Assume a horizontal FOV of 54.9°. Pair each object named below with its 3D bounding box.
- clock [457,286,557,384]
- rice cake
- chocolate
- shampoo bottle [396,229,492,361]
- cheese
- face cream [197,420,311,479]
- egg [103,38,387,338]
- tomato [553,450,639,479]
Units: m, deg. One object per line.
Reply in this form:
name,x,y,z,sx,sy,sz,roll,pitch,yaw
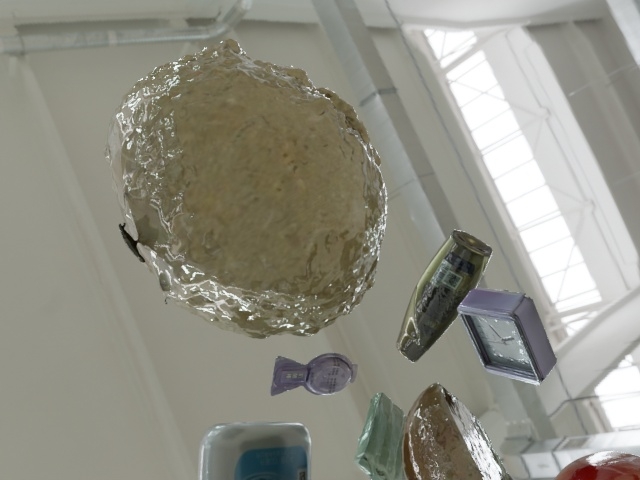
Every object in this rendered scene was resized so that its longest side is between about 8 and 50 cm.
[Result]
clock,0.379,0.193,1.261,0.073,0.145,0.193,-43,-63,-29
rice cake,0.124,0.382,1.152,0.124,0.038,0.211,46,-156,-10
chocolate,0.145,0.249,0.634,0.156,0.080,0.254,63,-171,30
shampoo bottle,0.286,0.144,1.499,0.126,0.349,0.084,29,-153,11
cheese,-0.010,0.282,1.296,0.191,0.042,0.105,4,-72,-22
face cream,-0.078,0.389,0.726,0.163,0.080,0.336,15,-111,-43
egg,-0.068,-0.044,0.627,0.279,0.279,0.310,-45,-71,-41
tomato,0.498,0.507,1.059,0.299,0.227,0.298,-2,-87,-48
